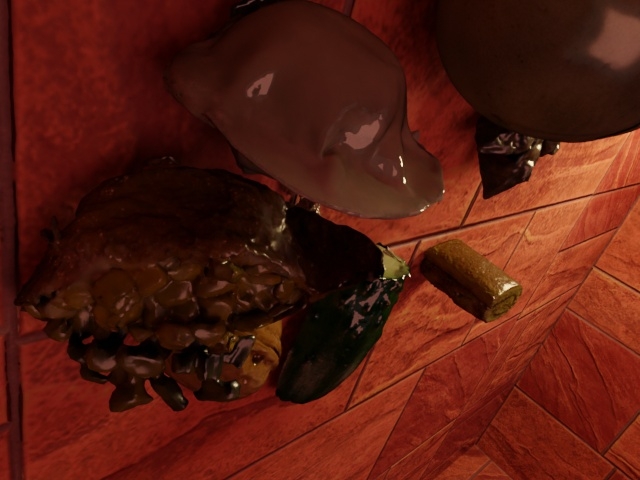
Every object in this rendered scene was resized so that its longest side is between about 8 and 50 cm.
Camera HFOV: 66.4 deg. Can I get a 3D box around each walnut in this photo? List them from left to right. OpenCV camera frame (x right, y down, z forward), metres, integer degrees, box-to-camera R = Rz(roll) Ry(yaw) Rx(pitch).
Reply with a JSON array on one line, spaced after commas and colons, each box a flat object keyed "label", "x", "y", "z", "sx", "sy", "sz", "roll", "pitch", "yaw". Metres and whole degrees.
[{"label": "walnut", "x": -0.114, "y": 0.109, "z": 0.574, "sx": 0.144, "sy": 0.144, "sz": 0.180, "roll": -44, "pitch": 138, "yaw": -9}]

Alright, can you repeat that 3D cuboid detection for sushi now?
[{"label": "sushi", "x": -0.112, "y": 0.037, "z": 0.437, "sx": 0.296, "sy": 0.179, "sz": 0.167, "roll": 0, "pitch": 142, "yaw": -20}]

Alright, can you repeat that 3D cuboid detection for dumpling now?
[{"label": "dumpling", "x": 0.013, "y": -0.123, "z": 0.441, "sx": 0.293, "sy": 0.204, "sz": 0.163, "roll": 4, "pitch": 106, "yaw": -39}]

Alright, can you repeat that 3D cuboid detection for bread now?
[{"label": "bread", "x": 0.296, "y": 0.078, "z": 0.972, "sx": 0.132, "sy": 0.172, "sz": 0.103, "roll": -12, "pitch": 130, "yaw": -41}]

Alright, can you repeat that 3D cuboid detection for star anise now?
[{"label": "star anise", "x": 0.358, "y": -0.208, "z": 0.833, "sx": 0.315, "sy": 0.108, "sz": 0.315, "roll": -29, "pitch": 134, "yaw": -35}]

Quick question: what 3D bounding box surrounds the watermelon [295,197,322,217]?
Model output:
[{"label": "watermelon", "x": -0.006, "y": 0.009, "z": 0.651, "sx": 0.080, "sy": 0.101, "sz": 0.155, "roll": -47, "pitch": 161, "yaw": -17}]

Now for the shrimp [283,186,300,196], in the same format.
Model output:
[{"label": "shrimp", "x": -0.027, "y": -0.085, "z": 0.581, "sx": 0.038, "sy": 0.029, "sz": 0.092, "roll": -23, "pitch": 141, "yaw": -33}]

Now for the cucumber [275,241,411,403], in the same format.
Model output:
[{"label": "cucumber", "x": 0.027, "y": 0.164, "z": 0.800, "sx": 0.325, "sy": 0.105, "sz": 0.145, "roll": -61, "pitch": 161, "yaw": 21}]

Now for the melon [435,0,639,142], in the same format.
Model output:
[{"label": "melon", "x": 0.290, "y": -0.251, "z": 0.571, "sx": 0.330, "sy": 0.268, "sz": 0.268, "roll": 12, "pitch": 114, "yaw": -33}]
